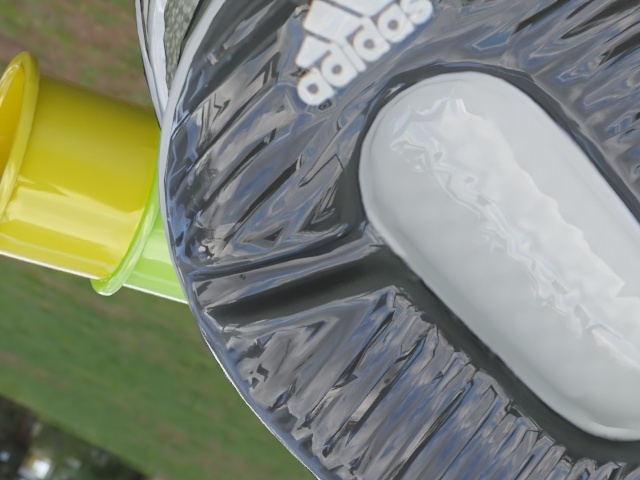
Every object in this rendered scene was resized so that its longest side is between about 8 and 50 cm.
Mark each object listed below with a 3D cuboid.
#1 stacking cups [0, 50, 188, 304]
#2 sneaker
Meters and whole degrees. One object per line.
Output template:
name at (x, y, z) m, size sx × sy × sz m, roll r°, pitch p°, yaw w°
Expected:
stacking cups at (0.000, 0.000, 0.836) m, size 0.316 × 0.096 × 0.096 m, roll 15°, pitch 178°, yaw -20°
sneaker at (0.104, 0.053, 0.527) m, size 0.447 × 0.169 × 0.257 m, roll 53°, pitch -176°, yaw -26°
